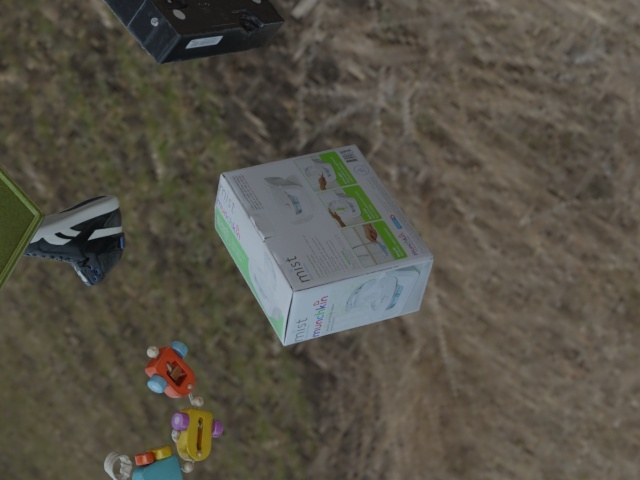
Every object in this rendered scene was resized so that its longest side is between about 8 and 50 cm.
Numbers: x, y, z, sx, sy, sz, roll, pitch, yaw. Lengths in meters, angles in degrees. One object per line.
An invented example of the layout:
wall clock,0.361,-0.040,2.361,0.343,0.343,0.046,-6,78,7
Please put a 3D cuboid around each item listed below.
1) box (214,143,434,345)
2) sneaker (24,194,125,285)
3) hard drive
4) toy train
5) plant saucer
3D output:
box,0.000,0.000,2.157,0.262,0.231,0.127,57,150,37
sneaker,-0.380,0.021,2.165,0.079,0.217,0.121,11,118,55
hard drive,-0.227,-0.379,1.913,0.339,0.237,0.064,51,123,12
toy train,-0.167,0.192,1.493,0.046,0.166,0.125,-13,130,44
plant saucer,-0.418,-0.022,1.768,0.045,0.188,0.188,-3,139,36
